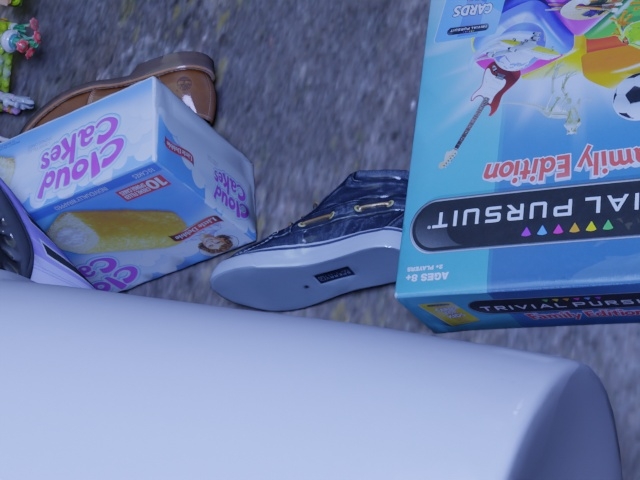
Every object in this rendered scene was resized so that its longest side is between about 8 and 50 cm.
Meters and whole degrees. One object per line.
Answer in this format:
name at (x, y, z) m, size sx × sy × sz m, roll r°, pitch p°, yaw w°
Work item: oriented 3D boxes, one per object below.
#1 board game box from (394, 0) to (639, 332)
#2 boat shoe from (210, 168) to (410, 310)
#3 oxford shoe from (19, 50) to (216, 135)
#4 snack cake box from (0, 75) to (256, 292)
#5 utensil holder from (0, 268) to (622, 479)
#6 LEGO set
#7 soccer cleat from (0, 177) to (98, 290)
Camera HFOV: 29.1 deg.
board game box at (0.200, -0.107, 0.898) m, size 0.254 × 0.079 × 0.336 m, roll -5°, pitch 63°, yaw 29°
boat shoe at (0.000, 0.000, 0.981) m, size 0.183 × 0.065 × 0.083 m, roll -11°, pitch 49°, yaw 26°
oxford shoe at (-0.192, -0.104, 1.141) m, size 0.212 × 0.076 × 0.076 m, roll -19°, pitch 69°, yaw 23°
snack cake box at (-0.205, -0.024, 1.054) m, size 0.264 × 0.152 × 0.089 m, roll -20°, pitch 55°, yaw 22°
utensil holder at (-0.063, 0.189, 0.652) m, size 0.385 × 0.327 × 0.327 m, roll 4°, pitch 68°, yaw 25°
LEGO set at (-0.324, -0.137, 1.210) m, size 0.107 × 0.132 × 0.287 m, roll 17°, pitch 69°, yaw 27°
soccer cleat at (-0.203, 0.071, 0.952) m, size 0.108 × 0.116 × 0.318 m, roll -39°, pitch 79°, yaw 25°
